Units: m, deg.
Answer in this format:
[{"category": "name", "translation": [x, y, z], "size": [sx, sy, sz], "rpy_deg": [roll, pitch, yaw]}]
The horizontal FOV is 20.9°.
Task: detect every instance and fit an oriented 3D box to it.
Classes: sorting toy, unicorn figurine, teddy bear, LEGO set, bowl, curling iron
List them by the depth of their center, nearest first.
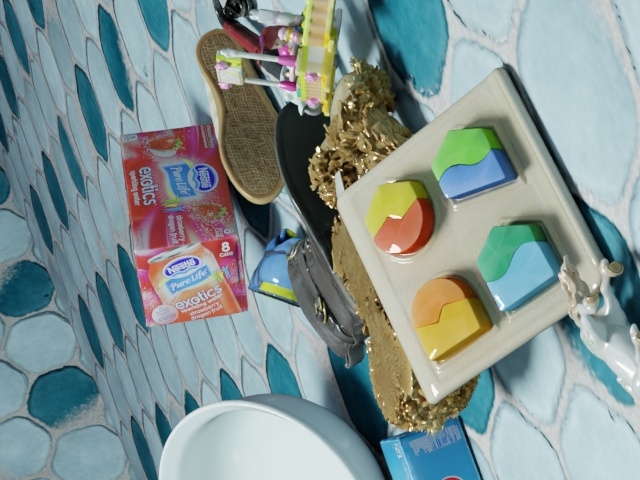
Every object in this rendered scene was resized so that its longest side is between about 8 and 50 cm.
[{"category": "unicorn figurine", "translation": [0.220, 0.087, 1.212], "size": [0.111, 0.060, 0.162], "rpy_deg": [83, 170, -48]}, {"category": "sorting toy", "translation": [0.108, -0.001, 1.339], "size": [0.208, 0.038, 0.193], "rpy_deg": [-40, 64, 36]}, {"category": "teddy bear", "translation": [0.076, 0.000, 1.531], "size": [0.245, 0.113, 0.338], "rpy_deg": [98, 158, -43]}, {"category": "LEGO set", "translation": [-0.035, -0.207, 1.551], "size": [0.287, 0.107, 0.132], "rpy_deg": [95, -177, -57]}, {"category": "curling iron", "translation": [-0.056, -0.205, 1.823], "size": [0.274, 0.035, 0.068], "rpy_deg": [-127, 24, -49]}, {"category": "bowl", "translation": [-0.029, 0.291, 2.005], "size": [0.298, 0.134, 0.297], "rpy_deg": [15, 120, 27]}]

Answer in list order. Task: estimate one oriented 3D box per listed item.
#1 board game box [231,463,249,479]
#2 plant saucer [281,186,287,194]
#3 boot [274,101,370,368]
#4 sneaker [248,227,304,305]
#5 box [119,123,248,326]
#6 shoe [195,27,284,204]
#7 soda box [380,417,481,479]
[{"category": "board game box", "translation": [-0.033, 0.375, 2.193], "size": [0.144, 0.142, 0.275], "rpy_deg": [-169, 62, -71]}, {"category": "plant saucer", "translation": [-0.071, -0.097, 2.028], "size": [0.192, 0.018, 0.067], "rpy_deg": [-149, 43, -67]}, {"category": "boot", "translation": [0.000, 0.000, 1.767], "size": [0.263, 0.091, 0.229], "rpy_deg": [68, 163, 4]}, {"category": "sneaker", "translation": [-0.038, 0.032, 2.005], "size": [0.209, 0.069, 0.082], "rpy_deg": [154, 133, -83]}, {"category": "box", "translation": [-0.170, -0.024, 2.134], "size": [0.257, 0.128, 0.122], "rpy_deg": [-105, 8, -53]}, {"category": "shoe", "translation": [-0.083, -0.135, 1.941], "size": [0.058, 0.077, 0.219], "rpy_deg": [64, -171, -68]}, {"category": "soda box", "translation": [0.130, 0.282, 1.687], "size": [0.071, 0.067, 0.210], "rpy_deg": [149, 102, -74]}]
